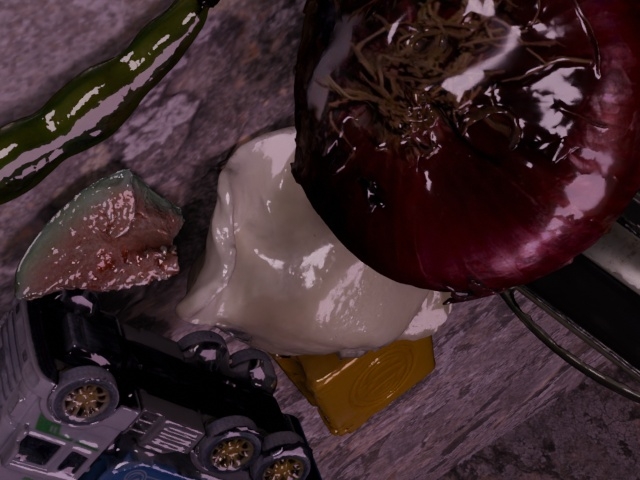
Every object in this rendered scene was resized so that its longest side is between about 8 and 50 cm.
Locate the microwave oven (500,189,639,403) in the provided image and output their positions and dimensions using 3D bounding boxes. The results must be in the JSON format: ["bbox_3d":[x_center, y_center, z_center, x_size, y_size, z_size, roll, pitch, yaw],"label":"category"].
[{"bbox_3d":[0.355,-0.046,1.209,0.333,0.394,0.247,-45,161,-19],"label":"microwave oven"}]

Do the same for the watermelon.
[{"bbox_3d":[-0.184,-0.003,0.967,0.155,0.080,0.101,-17,145,-11],"label":"watermelon"}]

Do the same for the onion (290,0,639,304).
[{"bbox_3d":[0.116,-0.107,0.906,0.314,0.314,0.232,-47,155,21],"label":"onion"}]

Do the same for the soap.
[{"bbox_3d":[0.055,0.157,1.609,0.204,0.096,0.324,-37,158,-6],"label":"soap"}]

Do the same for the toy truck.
[{"bbox_3d":[-0.148,0.177,1.089,0.367,0.146,0.175,29,112,-36],"label":"toy truck"}]

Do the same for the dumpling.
[{"bbox_3d":[0.000,0.000,1.151,0.318,0.187,0.243,3,108,-37],"label":"dumpling"}]

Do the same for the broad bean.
[{"bbox_3d":[-0.176,-0.089,0.835,0.297,0.043,0.060,-38,147,-5],"label":"broad bean"}]
